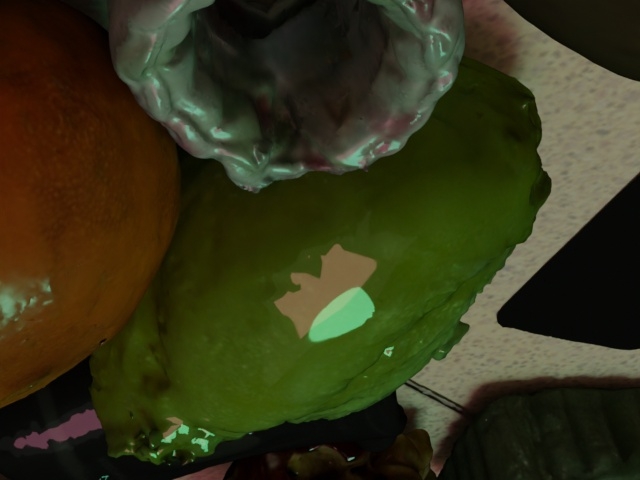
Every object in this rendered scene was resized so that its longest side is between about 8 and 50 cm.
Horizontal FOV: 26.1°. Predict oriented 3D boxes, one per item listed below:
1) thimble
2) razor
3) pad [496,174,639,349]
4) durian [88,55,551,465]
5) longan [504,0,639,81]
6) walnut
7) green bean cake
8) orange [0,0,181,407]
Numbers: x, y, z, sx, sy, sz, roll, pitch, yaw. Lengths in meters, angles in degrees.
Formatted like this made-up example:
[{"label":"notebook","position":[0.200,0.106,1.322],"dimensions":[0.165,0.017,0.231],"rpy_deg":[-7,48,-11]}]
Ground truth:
[{"label":"thimble","position":[-0.024,-0.134,0.749],"dimensions":[0.185,0.149,0.211],"rpy_deg":[-2,146,-12]},{"label":"razor","position":[-0.105,0.131,1.148],"dimensions":[0.349,0.113,0.204],"rpy_deg":[-12,148,6]},{"label":"pad","position":[0.280,0.017,1.150],"dimensions":[0.181,0.004,0.267],"rpy_deg":[11,142,-25]},{"label":"durian","position":[0.000,0.000,0.926],"dimensions":[0.255,0.204,0.340],"rpy_deg":[0,139,-35]},{"label":"longan","position":[0.196,-0.207,0.524],"dimensions":[0.361,0.361,0.361],"rpy_deg":[-5,146,-3]},{"label":"walnut","position":[0.022,0.282,1.321],"dimensions":[0.244,0.222,0.269],"rpy_deg":[-19,146,-28]},{"label":"green bean cake","position":[0.242,0.237,1.362],"dimensions":[0.227,0.125,0.222],"rpy_deg":[1,143,-15]},{"label":"orange","position":[-0.217,-0.015,0.778],"dimensions":[0.284,0.226,0.284],"rpy_deg":[-31,171,-6]}]
